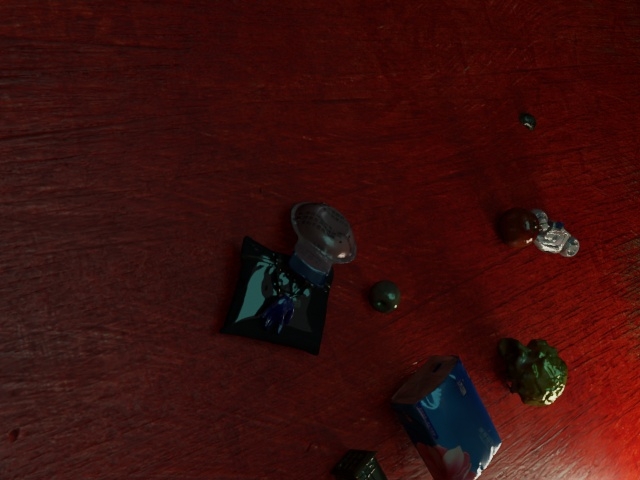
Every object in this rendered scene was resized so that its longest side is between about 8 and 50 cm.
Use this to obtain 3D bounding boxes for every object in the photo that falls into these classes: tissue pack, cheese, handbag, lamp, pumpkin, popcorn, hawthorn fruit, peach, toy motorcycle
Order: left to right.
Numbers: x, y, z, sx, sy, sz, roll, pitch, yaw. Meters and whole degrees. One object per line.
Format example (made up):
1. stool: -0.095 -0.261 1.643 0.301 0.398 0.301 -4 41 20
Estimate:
1. handbag: -0.085 0.123 1.417 0.254 0.088 0.211 20 76 -33
2. cheese: 0.000 0.000 1.475 0.189 0.074 0.286 33 36 -9
3. lamp: 0.145 0.633 1.493 0.090 0.089 0.325 -36 104 -39
4. peach: 0.160 0.138 1.618 0.083 0.083 0.083 9 75 -37
5. tissue pack: 0.319 0.445 1.615 0.209 0.137 0.270 -35 102 -37
6. hawthorn fruit: 0.608 -0.040 1.997 0.125 0.140 0.125 0 93 -8
7. pumpkin: 0.709 -0.407 2.214 0.083 0.028 0.050 14 74 -32
8. popcorn: 0.603 0.368 1.882 0.212 0.198 0.198 38 55 4
9. toy motorcycle: 0.746 -0.012 2.126 0.254 0.112 0.112 33 62 -29

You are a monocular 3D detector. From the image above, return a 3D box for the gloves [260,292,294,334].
1. gloves: -0.086 0.154 1.355 0.086 0.026 0.064 -50 118 -15
